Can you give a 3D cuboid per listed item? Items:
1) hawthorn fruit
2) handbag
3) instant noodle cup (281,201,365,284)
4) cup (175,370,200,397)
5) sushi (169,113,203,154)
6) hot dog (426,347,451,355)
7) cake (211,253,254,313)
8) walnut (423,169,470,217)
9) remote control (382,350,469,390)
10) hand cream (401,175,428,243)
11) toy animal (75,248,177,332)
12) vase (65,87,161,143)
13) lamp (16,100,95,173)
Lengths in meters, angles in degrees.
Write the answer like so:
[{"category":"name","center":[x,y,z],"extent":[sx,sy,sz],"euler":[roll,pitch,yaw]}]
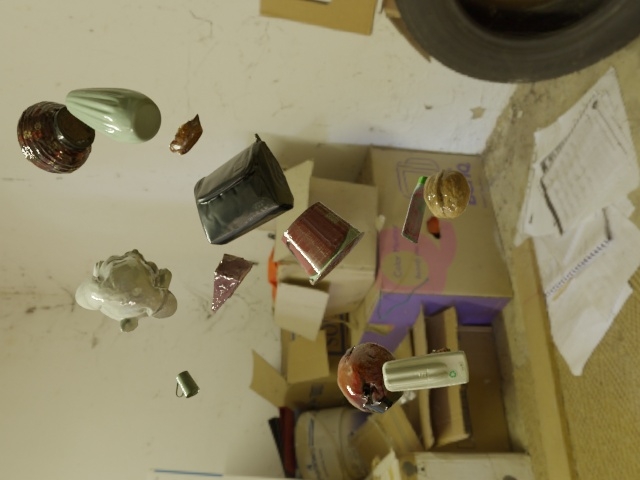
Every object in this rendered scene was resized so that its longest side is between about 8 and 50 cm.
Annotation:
[{"category":"hawthorn fruit","center":[0.221,0.589,2.307],"extent":[0.316,0.316,0.315],"euler":[-177,90,-84]},{"category":"handbag","center":[-0.267,-0.161,1.710],"extent":[0.275,0.302,0.178],"euler":[66,-157,7]},{"category":"instant noodle cup","center":[0.000,0.000,1.710],"extent":[0.235,0.178,0.235],"euler":[-45,-7,-7]},{"category":"cup","center":[-0.473,0.510,1.903],"extent":[0.083,0.075,0.054],"euler":[50,-166,24]},{"category":"sushi","center":[-0.339,-0.266,1.364],"extent":[0.060,0.118,0.061],"euler":[46,-178,16]},{"category":"hot dog","center":[0.358,0.369,1.727],"extent":[0.037,0.122,0.049],"euler":[67,-163,14]},{"category":"cake","center":[-0.343,0.155,1.957],"extent":[0.116,0.113,0.295],"euler":[-56,-1,-42]},{"category":"walnut","center":[0.416,-0.152,1.791],"extent":[0.167,0.149,0.166],"euler":[18,119,37]},{"category":"remote control","center":[0.288,0.360,1.484],"extent":[0.049,0.230,0.090],"euler":[31,-130,-87]},{"category":"hand cream","center":[0.383,-0.124,2.136],"extent":[0.050,0.079,0.275],"euler":[117,172,-70]},{"category":"toy animal","center":[-0.513,0.137,1.460],"extent":[0.265,0.272,0.205],"euler":[147,132,-64]},{"category":"vase","center":[-0.509,-0.313,1.311],"extent":[0.128,0.248,0.128],"euler":[-46,-34,-44]},{"category":"lamp","center":[-0.853,-0.329,1.738],"extent":[0.247,0.247,0.246],"euler":[-177,90,-84]}]
